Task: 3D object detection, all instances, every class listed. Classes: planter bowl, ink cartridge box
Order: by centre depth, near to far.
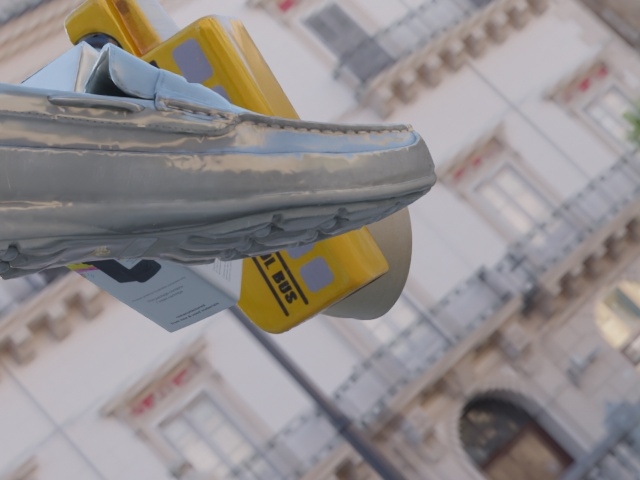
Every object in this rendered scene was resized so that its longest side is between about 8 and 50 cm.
[{"bbox_3d":[-0.136,-0.036,1.043,0.072,0.127,0.175,-25,-46,32],"label":"ink cartridge box"},{"bbox_3d":[0.000,0.000,1.466,0.109,0.162,0.162,0,-39,-33],"label":"planter bowl"}]

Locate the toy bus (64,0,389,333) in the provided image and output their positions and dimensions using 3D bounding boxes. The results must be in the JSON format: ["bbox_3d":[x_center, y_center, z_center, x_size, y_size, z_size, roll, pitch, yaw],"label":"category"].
[{"bbox_3d":[-0.084,-0.080,1.293,0.130,0.332,0.108,-32,-3,17],"label":"toy bus"}]

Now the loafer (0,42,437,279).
[{"bbox_3d":[-0.088,-0.046,0.739,0.319,0.111,0.112,-4,-13,-28],"label":"loafer"}]
